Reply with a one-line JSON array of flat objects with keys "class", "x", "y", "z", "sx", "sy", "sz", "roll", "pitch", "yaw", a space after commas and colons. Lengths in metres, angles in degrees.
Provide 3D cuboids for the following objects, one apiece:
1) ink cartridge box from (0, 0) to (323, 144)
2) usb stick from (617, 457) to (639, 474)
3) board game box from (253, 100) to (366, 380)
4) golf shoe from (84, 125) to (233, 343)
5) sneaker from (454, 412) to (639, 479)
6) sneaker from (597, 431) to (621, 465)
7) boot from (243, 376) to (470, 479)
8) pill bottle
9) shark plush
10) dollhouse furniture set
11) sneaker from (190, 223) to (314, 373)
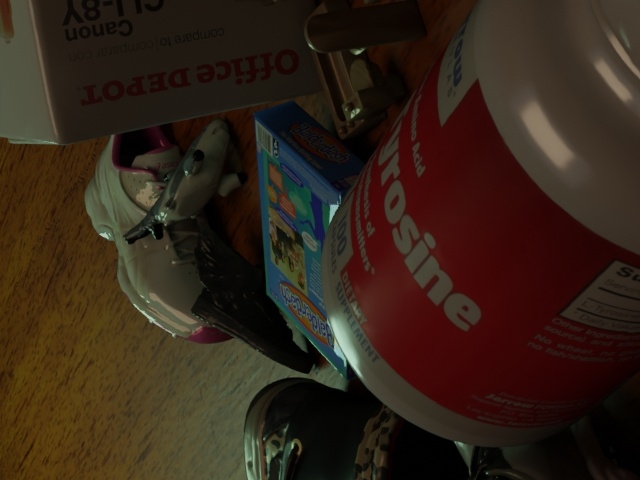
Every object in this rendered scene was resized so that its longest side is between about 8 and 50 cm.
[{"class": "ink cartridge box", "x": -0.168, "y": -0.295, "z": 1.445, "sx": 0.160, "sy": 0.279, "sz": 0.384, "roll": 12, "pitch": 113, "yaw": 59}, {"class": "usb stick", "x": 0.244, "y": 0.281, "z": 1.082, "sx": 0.077, "sy": 0.045, "sz": 0.278, "roll": -20, "pitch": 62, "yaw": 33}, {"class": "board game box", "x": 0.000, "y": 0.000, "z": 1.481, "sx": 0.160, "sy": 0.047, "sz": 0.210, "roll": 45, "pitch": 146, "yaw": 45}, {"class": "golf shoe", "x": -0.170, "y": -0.017, "z": 1.755, "sx": 0.306, "sy": 0.115, "sz": 0.140, "roll": 52, "pitch": 140, "yaw": 37}, {"class": "sneaker", "x": 0.144, "y": 0.165, "z": 1.137, "sx": 0.271, "sy": 0.108, "sz": 0.100, "roll": -132, "pitch": 51, "yaw": -66}, {"class": "sneaker", "x": 0.199, "y": 0.176, "z": 1.202, "sx": 0.158, "sy": 0.061, "sz": 0.065, "roll": 37, "pitch": 127, "yaw": 50}, {"class": "boot", "x": 0.056, "y": 0.304, "z": 1.453, "sx": 0.284, "sy": 0.138, "sz": 0.377, "roll": -15, "pitch": 83, "yaw": 63}, {"class": "pill bottle", "x": 0.166, "y": -0.049, "z": 0.978, "sx": 0.229, "sy": 0.229, "sz": 0.407, "roll": 66, "pitch": 150, "yaw": 20}, {"class": "shark plush", "x": -0.142, "y": -0.053, "z": 1.694, "sx": 0.161, "sy": 0.073, "sz": 0.067, "roll": -55, "pitch": 42, "yaw": 25}, {"class": "dollhouse furniture set", "x": -0.006, "y": -0.167, "z": 1.361, "sx": 0.151, "sy": 0.123, "sz": 0.144, "roll": -35, "pitch": 71, "yaw": 61}, {"class": "sneaker", "x": -0.066, "y": 0.060, "z": 1.639, "sx": 0.170, "sy": 0.089, "sz": 0.051, "roll": 28, "pitch": 176, "yaw": 18}]
